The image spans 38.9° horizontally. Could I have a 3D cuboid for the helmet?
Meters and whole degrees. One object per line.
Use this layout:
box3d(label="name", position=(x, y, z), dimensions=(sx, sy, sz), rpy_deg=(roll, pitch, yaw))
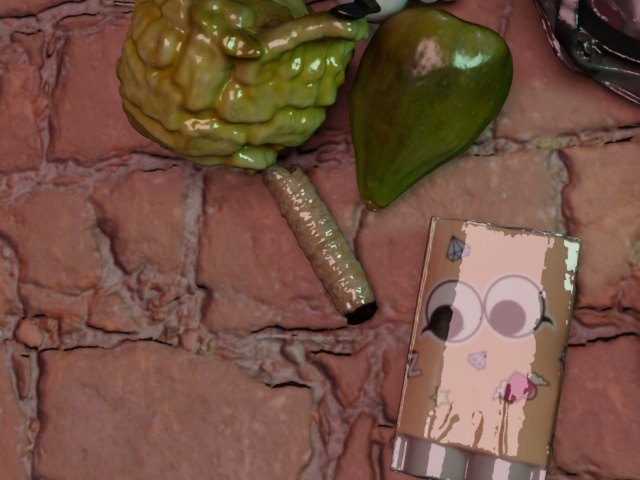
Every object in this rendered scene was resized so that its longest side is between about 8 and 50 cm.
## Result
box3d(label="helmet", position=(0.360, -0.316, 0.958), dimensions=(0.338, 0.271, 0.197), rpy_deg=(40, 54, -20))

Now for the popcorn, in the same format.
box3d(label="popcorn", position=(-0.094, -0.210, 1.047), dimensions=(0.293, 0.293, 0.237), rpy_deg=(18, 128, 15))

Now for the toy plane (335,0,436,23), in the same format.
box3d(label="toy plane", position=(0.065, -0.368, 1.074), dimensions=(0.252, 0.118, 0.252), rpy_deg=(8, 65, -17))

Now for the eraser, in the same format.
box3d(label="eraser", position=(0.186, 0.128, 1.015), dimensions=(0.171, 0.087, 0.290), rpy_deg=(9, 84, 15))

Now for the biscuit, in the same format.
box3d(label="biscuit", position=(0.000, 0.000, 1.089), dimensions=(0.055, 0.061, 0.219), rpy_deg=(-37, 75, 25))

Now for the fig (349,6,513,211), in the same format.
box3d(label="fig", position=(0.113, -0.164, 1.050), dimensions=(0.167, 0.167, 0.233), rpy_deg=(47, 131, 14))
